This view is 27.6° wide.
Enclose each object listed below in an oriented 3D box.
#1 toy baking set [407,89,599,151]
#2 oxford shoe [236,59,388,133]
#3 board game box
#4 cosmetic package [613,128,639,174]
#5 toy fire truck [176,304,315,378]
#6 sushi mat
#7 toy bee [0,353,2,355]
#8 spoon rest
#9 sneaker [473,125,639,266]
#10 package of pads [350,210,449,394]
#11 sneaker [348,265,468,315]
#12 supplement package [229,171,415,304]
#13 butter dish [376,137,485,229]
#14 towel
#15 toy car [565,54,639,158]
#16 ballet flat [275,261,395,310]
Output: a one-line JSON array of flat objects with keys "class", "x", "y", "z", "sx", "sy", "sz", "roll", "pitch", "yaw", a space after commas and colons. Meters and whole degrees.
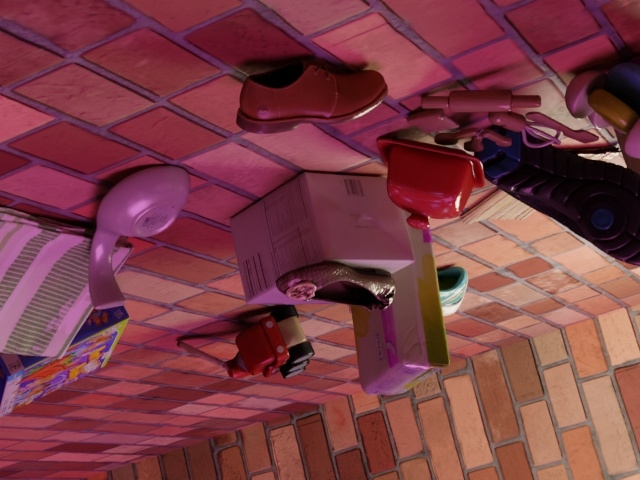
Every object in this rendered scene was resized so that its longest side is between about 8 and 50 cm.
[{"class": "toy baking set", "x": 0.255, "y": -0.169, "z": 1.832, "sx": 0.256, "sy": 0.030, "sz": 0.197, "roll": 0, "pitch": 166, "yaw": 19}, {"class": "oxford shoe", "x": -0.002, "y": -0.187, "z": 1.595, "sx": 0.212, "sy": 0.076, "sz": 0.076, "roll": -16, "pitch": 127, "yaw": -32}, {"class": "board game box", "x": -0.488, "y": 0.203, "z": 2.360, "sx": 0.233, "sy": 0.078, "sz": 0.347, "roll": -26, "pitch": 170, "yaw": -23}, {"class": "cosmetic package", "x": 0.559, "y": -0.131, "z": 2.093, "sx": 0.129, "sy": 0.153, "sz": 0.296, "roll": -20, "pitch": 164, "yaw": 14}, {"class": "toy fire truck", "x": -0.163, "y": 0.232, "z": 2.777, "sx": 0.246, "sy": 0.158, "sz": 0.217, "roll": -21, "pitch": 166, "yaw": -15}, {"class": "sushi mat", "x": 0.384, "y": -0.094, "z": 2.309, "sx": 0.152, "sy": 0.019, "sz": 0.316, "roll": -6, "pitch": 162, "yaw": -28}, {"class": "toy bee", "x": -0.515, "y": 0.138, "z": 2.090, "sx": 0.298, "sy": 0.162, "sz": 0.195, "roll": -18, "pitch": 165, "yaw": 13}, {"class": "spoon rest", "x": -0.278, "y": -0.016, "z": 1.887, "sx": 0.137, "sy": 0.084, "sz": 0.276, "roll": -8, "pitch": 144, "yaw": -40}, {"class": "sneaker", "x": 0.401, "y": -0.072, "z": 1.980, "sx": 0.125, "sy": 0.341, "sz": 0.140, "roll": -58, "pitch": 163, "yaw": 6}, {"class": "package of pads", "x": 0.127, "y": 0.107, "z": 2.271, "sx": 0.101, "sy": 0.296, "sz": 0.229, "roll": 0, "pitch": 161, "yaw": -16}, {"class": "sneaker", "x": 0.183, "y": 0.105, "z": 2.726, "sx": 0.275, "sy": 0.107, "sz": 0.110, "roll": -12, "pitch": 145, "yaw": -24}, {"class": "supplement package", "x": 0.000, "y": 0.000, "z": 2.067, "sx": 0.194, "sy": 0.149, "sz": 0.203, "roll": 2, "pitch": 157, "yaw": -42}, {"class": "butter dish", "x": 0.157, "y": -0.074, "z": 1.944, "sx": 0.160, "sy": 0.118, "sz": 0.160, "roll": 11, "pitch": 167, "yaw": 12}, {"class": "towel", "x": -0.443, "y": 0.071, "z": 1.928, "sx": 0.247, "sy": 0.038, "sz": 0.325, "roll": -55, "pitch": 150, "yaw": 13}, {"class": "toy car", "x": 0.450, "y": -0.197, "z": 1.839, "sx": 0.182, "sy": 0.159, "sz": 0.136, "roll": 11, "pitch": 116, "yaw": -55}, {"class": "ballet flat", "x": 0.030, "y": 0.075, "z": 1.974, "sx": 0.084, "sy": 0.058, "sz": 0.250, "roll": -27, "pitch": 158, "yaw": 34}]
